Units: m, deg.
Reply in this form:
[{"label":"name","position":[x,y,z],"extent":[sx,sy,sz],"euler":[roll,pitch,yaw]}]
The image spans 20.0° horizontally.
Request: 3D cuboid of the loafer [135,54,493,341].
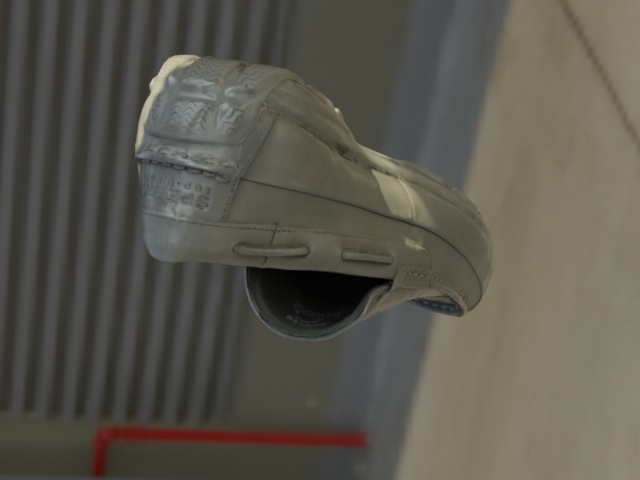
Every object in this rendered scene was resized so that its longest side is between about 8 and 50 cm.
[{"label":"loafer","position":[0.000,0.000,0.963],"extent":[0.319,0.112,0.111],"euler":[28,-105,-56]}]
